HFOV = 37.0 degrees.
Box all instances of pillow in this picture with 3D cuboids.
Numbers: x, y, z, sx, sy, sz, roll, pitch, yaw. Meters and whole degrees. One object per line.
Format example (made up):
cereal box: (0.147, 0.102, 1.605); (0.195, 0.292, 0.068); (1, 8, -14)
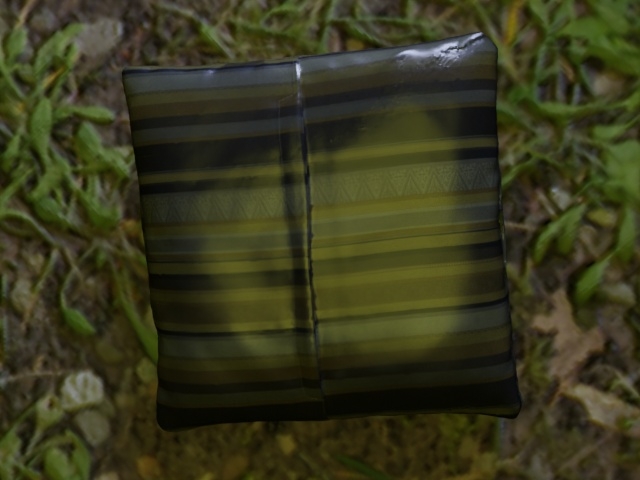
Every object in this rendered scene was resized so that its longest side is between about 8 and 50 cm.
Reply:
pillow: (0.000, 0.000, 0.529); (0.208, 0.052, 0.212); (-5, 94, 6)
